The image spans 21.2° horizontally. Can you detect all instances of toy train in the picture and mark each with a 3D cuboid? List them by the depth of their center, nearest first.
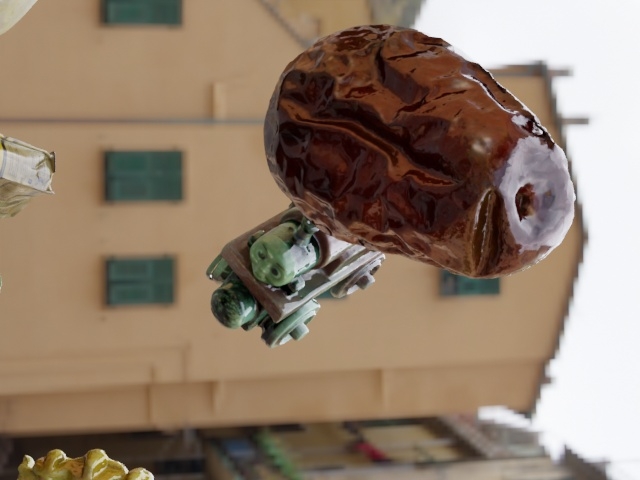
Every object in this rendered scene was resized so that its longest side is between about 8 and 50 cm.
[{"bbox_3d":[0.000,0.000,2.094,0.150,0.304,0.221,49,-41,9],"label":"toy train"}]

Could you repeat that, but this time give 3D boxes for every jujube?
[{"bbox_3d":[0.088,-0.076,1.601,0.342,0.216,0.216,28,-60,46],"label":"jujube"}]

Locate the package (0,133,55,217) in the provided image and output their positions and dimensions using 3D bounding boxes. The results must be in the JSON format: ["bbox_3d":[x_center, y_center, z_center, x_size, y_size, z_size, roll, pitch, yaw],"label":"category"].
[{"bbox_3d":[-0.286,-0.063,1.398,0.071,0.131,0.047,-18,-119,40],"label":"package"}]

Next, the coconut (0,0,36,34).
[{"bbox_3d":[-0.455,-0.373,1.934,0.352,0.353,0.352,179,-90,-72],"label":"coconut"}]

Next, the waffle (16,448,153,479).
[{"bbox_3d":[-0.175,0.299,1.522,0.057,0.219,0.229,-43,142,-67],"label":"waffle"}]
